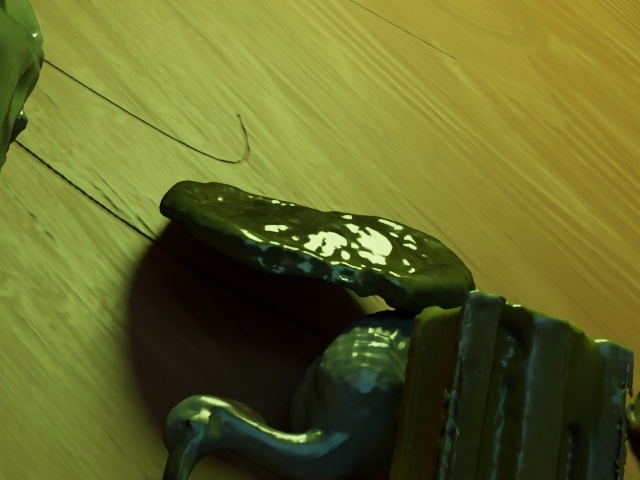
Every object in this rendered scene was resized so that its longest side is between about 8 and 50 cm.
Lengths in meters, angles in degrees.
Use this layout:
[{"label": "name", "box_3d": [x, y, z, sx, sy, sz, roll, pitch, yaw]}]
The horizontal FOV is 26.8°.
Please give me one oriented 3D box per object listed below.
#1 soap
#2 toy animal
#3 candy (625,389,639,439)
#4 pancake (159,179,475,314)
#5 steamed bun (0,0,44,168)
[{"label": "soap", "box_3d": [0.109, 0.158, 0.807, 0.135, 0.076, 0.233, 20, 65, -22]}, {"label": "toy animal", "box_3d": [0.025, 0.113, 0.873, 0.324, 0.090, 0.195, 12, 43, -31]}, {"label": "candy", "box_3d": [0.430, 0.157, 1.089, 0.320, 0.179, 0.135, 17, 36, -24]}, {"label": "pancake", "box_3d": [0.000, -0.001, 0.978, 0.236, 0.042, 0.222, 17, 13, 11]}, {"label": "steamed bun", "box_3d": [-0.308, -0.146, 0.807, 0.309, 0.219, 0.324, 33, 31, -1]}]
